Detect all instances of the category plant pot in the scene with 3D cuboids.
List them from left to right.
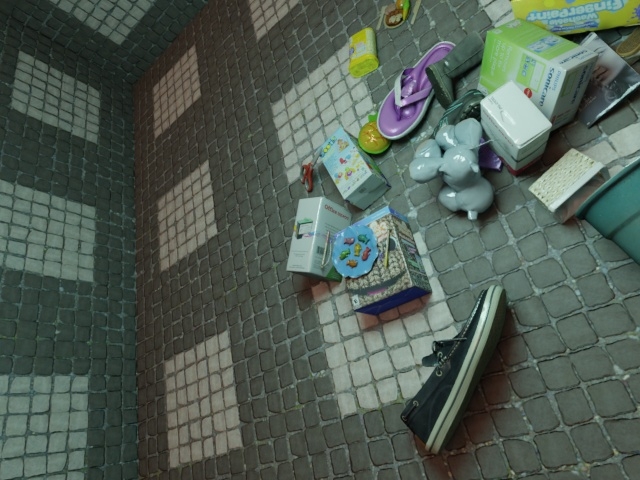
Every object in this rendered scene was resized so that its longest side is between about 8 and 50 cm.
[{"bbox_3d":[0.801,-0.027,0.860,0.341,0.341,0.334,-40,62,22],"label":"plant pot"}]

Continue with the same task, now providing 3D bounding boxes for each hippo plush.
[{"bbox_3d":[0.446,-0.208,1.260,0.294,0.236,0.234,9,58,55],"label":"hippo plush"}]

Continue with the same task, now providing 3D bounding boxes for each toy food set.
[{"bbox_3d":[0.313,-0.942,1.719,0.192,0.038,0.133,13,84,41],"label":"toy food set"}]

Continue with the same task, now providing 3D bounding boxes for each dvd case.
[{"bbox_3d":[0.764,-0.454,1.176,0.164,0.018,0.221,-50,48,42],"label":"dvd case"}]

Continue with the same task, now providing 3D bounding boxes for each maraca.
[{"bbox_3d":[0.214,-0.411,1.588,0.127,0.099,0.186,19,70,3],"label":"maraca"}]

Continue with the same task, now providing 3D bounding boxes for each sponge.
[{"bbox_3d":[0.551,-0.330,1.334,0.117,0.031,0.210,17,87,40],"label":"sponge"}]

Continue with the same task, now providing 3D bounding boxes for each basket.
[{"bbox_3d":[0.671,-0.149,1.127,0.167,0.113,0.103,-46,48,18],"label":"basket"}]

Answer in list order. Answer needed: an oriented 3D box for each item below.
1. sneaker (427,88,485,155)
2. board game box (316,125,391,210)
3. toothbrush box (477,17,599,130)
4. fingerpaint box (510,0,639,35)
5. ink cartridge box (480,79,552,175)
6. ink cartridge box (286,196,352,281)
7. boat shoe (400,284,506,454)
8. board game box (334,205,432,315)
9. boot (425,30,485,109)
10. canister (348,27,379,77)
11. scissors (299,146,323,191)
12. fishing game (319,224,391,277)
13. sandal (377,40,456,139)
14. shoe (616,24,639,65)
[{"bbox_3d":[0.444,-0.385,1.388,0.267,0.101,0.106,-44,35,40],"label":"sneaker"},{"bbox_3d":[0.124,-0.275,1.586,0.144,0.142,0.275,-41,54,23],"label":"board game box"},{"bbox_3d":[0.608,-0.476,1.203,0.122,0.206,0.283,-28,54,-12],"label":"toothbrush box"},{"bbox_3d":[0.813,-0.775,1.138,0.444,0.163,0.371,13,73,41],"label":"fingerpaint box"},{"bbox_3d":[0.541,-0.307,1.170,0.100,0.237,0.172,-35,70,13],"label":"ink cartridge box"},{"bbox_3d":[0.000,0.000,1.557,0.117,0.201,0.278,1,76,39],"label":"ink cartridge box"},{"bbox_3d":[0.370,0.343,1.165,0.156,0.186,0.500,28,99,35],"label":"boat shoe"},{"bbox_3d":[0.204,0.074,1.409,0.232,0.141,0.291,-29,60,28],"label":"board game box"},{"bbox_3d":[0.483,-0.580,1.431,0.208,0.190,0.076,-35,26,-7],"label":"boot"},{"bbox_3d":[0.179,-0.795,1.758,0.126,0.073,0.170,-15,66,35],"label":"canister"},{"bbox_3d":[-0.042,-0.312,1.698,0.297,0.021,0.109,109,142,-58],"label":"scissors"},{"bbox_3d":[0.107,0.033,1.381,0.264,0.041,0.189,1,74,39],"label":"fishing game"},{"bbox_3d":[0.333,-0.555,1.490,0.169,0.102,0.416,34,88,30],"label":"sandal"},{"bbox_3d":[0.900,-0.568,1.120,0.219,0.058,0.077,-45,33,14],"label":"shoe"}]
